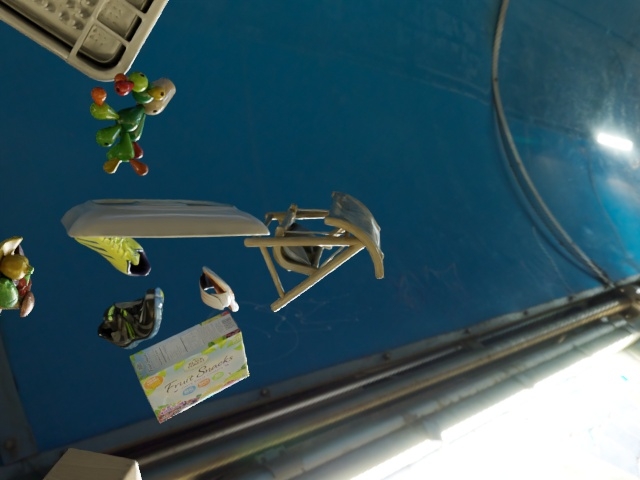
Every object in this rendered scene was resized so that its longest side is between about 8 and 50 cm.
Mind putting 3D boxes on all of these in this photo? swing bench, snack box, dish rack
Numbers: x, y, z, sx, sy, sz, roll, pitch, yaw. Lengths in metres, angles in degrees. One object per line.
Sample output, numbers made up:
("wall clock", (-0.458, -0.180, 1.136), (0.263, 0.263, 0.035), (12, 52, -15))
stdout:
("swing bench", (0.000, 0.000, 1.135), (0.254, 0.253, 0.165), (-19, -76, 9))
("snack box", (-0.258, 0.257, 1.051), (0.207, 0.070, 0.175), (-25, -39, -24))
("dish rack", (-0.419, -0.466, 0.853), (0.332, 0.072, 0.286), (32, -71, -21))

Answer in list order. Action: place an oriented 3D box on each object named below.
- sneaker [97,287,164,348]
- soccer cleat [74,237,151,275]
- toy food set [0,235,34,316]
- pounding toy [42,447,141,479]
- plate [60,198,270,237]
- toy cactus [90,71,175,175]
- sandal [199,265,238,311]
("sneaker", (-0.320, 0.133, 0.869), (0.078, 0.067, 0.188), (24, -41, -33))
("soccer cleat", (-0.491, 0.008, 1.241), (0.093, 0.121, 0.289), (-57, -16, -17))
("toy food set", (-0.588, 0.087, 1.003), (0.071, 0.128, 0.218), (15, -46, -18))
("pounding toy", (-0.329, 0.454, 0.842), (0.094, 0.205, 0.181), (-61, -27, -61))
("plate", (-0.255, -0.040, 0.823), (0.277, 0.278, 0.045), (-1, -83, -28))
("toy cactus", (-0.296, -0.210, 0.856), (0.181, 0.112, 0.219), (-60, 0, -39))
("sandal", (-0.313, 0.174, 1.570), (0.076, 0.102, 0.265), (-45, -25, -19))
